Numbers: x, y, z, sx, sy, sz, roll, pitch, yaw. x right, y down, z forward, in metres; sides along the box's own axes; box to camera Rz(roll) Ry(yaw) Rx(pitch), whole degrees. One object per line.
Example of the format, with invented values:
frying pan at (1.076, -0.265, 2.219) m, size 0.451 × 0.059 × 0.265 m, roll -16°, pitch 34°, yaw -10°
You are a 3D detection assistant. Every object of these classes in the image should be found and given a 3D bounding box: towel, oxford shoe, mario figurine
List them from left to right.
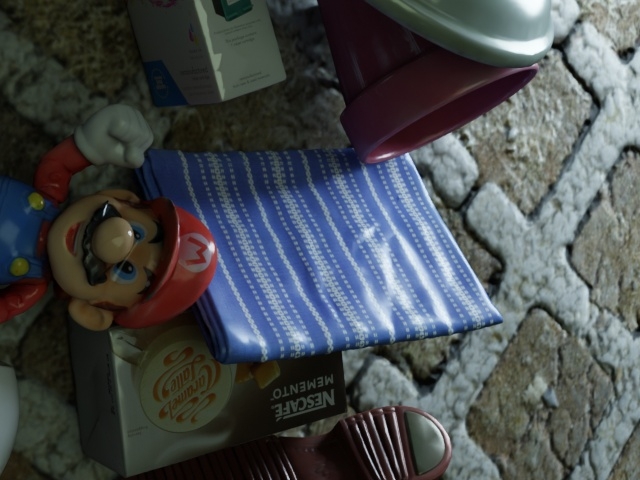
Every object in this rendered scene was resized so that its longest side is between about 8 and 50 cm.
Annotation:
mario figurine at (-0.239, -0.014, 1.058) m, size 0.321 × 0.170 × 0.198 m, roll 11°, pitch 117°, yaw -14°
oxford shoe at (-0.040, 0.264, 1.285) m, size 0.348 × 0.130 × 0.123 m, roll -6°, pitch 52°, yaw -17°
towel at (0.000, 0.000, 1.257) m, size 0.336 × 0.040 × 0.243 m, roll -5°, pitch 54°, yaw -35°

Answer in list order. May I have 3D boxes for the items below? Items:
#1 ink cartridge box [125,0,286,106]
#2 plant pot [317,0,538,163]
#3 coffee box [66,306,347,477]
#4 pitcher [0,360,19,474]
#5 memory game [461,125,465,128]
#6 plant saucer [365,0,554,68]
ink cartridge box at (-0.124, -0.244, 1.186) m, size 0.078 × 0.134 × 0.231 m, roll -24°, pitch 105°, yaw -31°
plant pot at (0.091, -0.201, 1.303) m, size 0.201 × 0.201 × 0.180 m, roll -23°, pitch 83°, yaw -31°
coffee box at (-0.105, 0.120, 1.240) m, size 0.246 × 0.098 × 0.141 m, roll -10°, pitch 101°, yaw -34°
pitcher at (-0.331, 0.188, 1.051) m, size 0.125 × 0.178 × 0.207 m, roll 18°, pitch 84°, yaw 4°
memory game at (0.138, -0.217, 1.441) m, size 0.186 × 0.012 × 0.186 m, roll -2°, pitch 93°, yaw -34°
plant saucer at (0.083, -0.331, 1.194) m, size 0.400 × 0.100 × 0.400 m, roll 29°, pitch 33°, yaw -21°
